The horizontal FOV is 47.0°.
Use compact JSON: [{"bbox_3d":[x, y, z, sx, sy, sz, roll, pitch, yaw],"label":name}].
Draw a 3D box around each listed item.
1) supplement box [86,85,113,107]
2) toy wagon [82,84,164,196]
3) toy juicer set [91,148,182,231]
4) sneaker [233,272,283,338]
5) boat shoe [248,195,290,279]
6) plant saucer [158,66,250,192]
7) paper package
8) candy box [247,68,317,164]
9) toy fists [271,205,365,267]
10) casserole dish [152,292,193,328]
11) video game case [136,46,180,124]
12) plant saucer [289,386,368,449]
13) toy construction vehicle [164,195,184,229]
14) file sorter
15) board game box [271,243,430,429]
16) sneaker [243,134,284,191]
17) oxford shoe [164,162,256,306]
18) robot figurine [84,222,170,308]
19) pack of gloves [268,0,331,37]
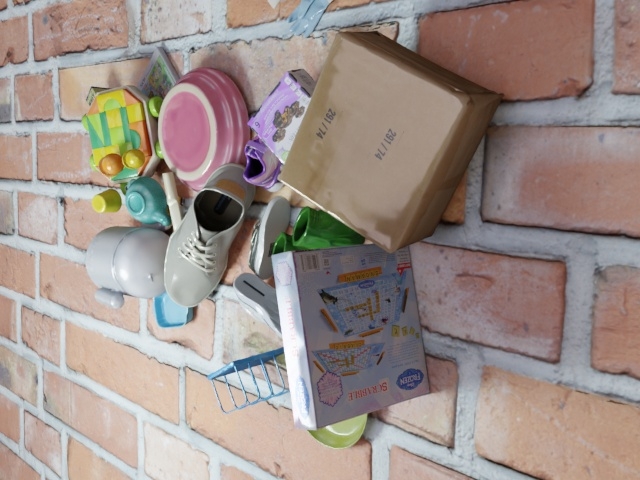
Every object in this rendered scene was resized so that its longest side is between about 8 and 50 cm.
[{"bbox_3d":[-0.672,-0.430,2.297,0.083,0.083,0.056,55,128,29],"label":"supplement box"},{"bbox_3d":[-0.551,-0.262,2.106,0.267,0.068,0.345,-7,94,26],"label":"toy wagon"},{"bbox_3d":[-0.478,-0.144,2.026,0.328,0.089,0.209,17,109,23],"label":"toy juicer set"},{"bbox_3d":[-0.102,0.174,1.763,0.258,0.094,0.091,40,158,26],"label":"sneaker"},{"bbox_3d":[-0.134,-0.014,1.775,0.070,0.077,0.219,35,119,37],"label":"boat shoe"},{"bbox_3d":[-0.321,-0.284,1.926,0.332,0.084,0.332,10,105,43],"label":"plant saucer"},{"bbox_3d":[0.122,-0.192,1.386,0.309,0.168,0.325,35,119,23],"label":"paper package"},{"bbox_3d":[-0.038,-0.246,1.610,0.196,0.070,0.165,48,123,8],"label":"candy box"},{"bbox_3d":[0.000,0.000,1.570,0.279,0.142,0.096,136,142,-60],"label":"toy fists"},{"bbox_3d":[-0.422,0.194,2.124,0.188,0.037,0.114,-12,85,47],"label":"casserole dish"},{"bbox_3d":[-0.463,-0.415,2.123,0.193,0.023,0.212,-50,59,36],"label":"video game case"},{"bbox_3d":[0.025,0.347,1.661,0.240,0.037,0.241,10,105,44],"label":"plant saucer"},{"bbox_3d":[-0.423,-0.085,2.077,0.086,0.035,0.098,-40,33,29],"label":"toy construction vehicle"},{"bbox_3d":[-0.159,0.336,1.766,0.118,0.170,0.105,-35,71,42],"label":"file sorter"},{"bbox_3d":[0.066,0.168,1.410,0.065,0.318,0.318,-12,84,48],"label":"board game box"},{"bbox_3d":[-0.124,-0.228,1.728,0.095,0.104,0.237,28,112,43],"label":"sneaker"},{"bbox_3d":[-0.299,0.004,1.879,0.169,0.130,0.449,27,120,-7],"label":"oxford shoe"},{"bbox_3d":[-0.537,0.061,2.113,0.353,0.199,0.300,3,61,46],"label":"robot figurine"},{"bbox_3d":[-0.025,-0.587,1.652,0.232,0.046,0.195,-42,75,43],"label":"pack of gloves"}]
